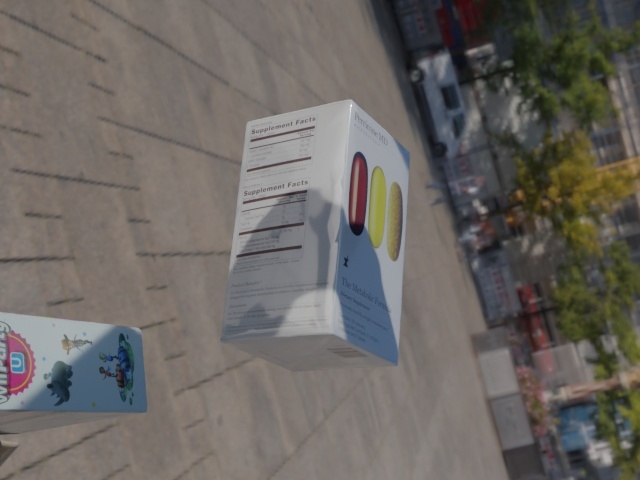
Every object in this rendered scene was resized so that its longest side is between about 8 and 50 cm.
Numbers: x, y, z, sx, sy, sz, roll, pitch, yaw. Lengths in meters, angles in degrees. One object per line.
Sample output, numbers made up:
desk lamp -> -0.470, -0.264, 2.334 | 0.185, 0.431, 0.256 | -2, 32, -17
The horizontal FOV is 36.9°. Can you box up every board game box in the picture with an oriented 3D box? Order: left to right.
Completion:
board game box -> -0.355, 0.134, 0.924 | 0.303, 0.224, 0.098 | 13, 66, -54

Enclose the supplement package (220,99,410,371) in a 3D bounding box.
supplement package -> 0.000, 0.000, 0.994 | 0.139, 0.133, 0.244 | 31, 58, -52

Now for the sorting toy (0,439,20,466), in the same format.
sorting toy -> -0.509, 0.298, 1.217 | 0.047, 0.348, 0.196 | 51, 14, 32
